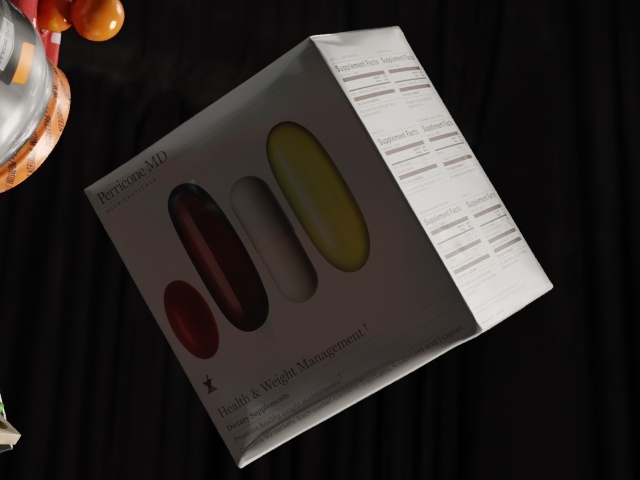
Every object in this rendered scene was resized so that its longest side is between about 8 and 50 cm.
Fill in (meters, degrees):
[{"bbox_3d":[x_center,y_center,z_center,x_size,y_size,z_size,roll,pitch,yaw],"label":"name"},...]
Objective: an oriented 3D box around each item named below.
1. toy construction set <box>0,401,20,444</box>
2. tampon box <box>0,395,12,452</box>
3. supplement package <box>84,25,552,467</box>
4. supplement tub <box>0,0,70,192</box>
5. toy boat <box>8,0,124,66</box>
[{"bbox_3d":[-0.355,0.309,1.871,0.309,0.237,0.257,28,-177,-36],"label":"toy construction set"},{"bbox_3d":[-0.461,0.187,2.105,0.101,0.161,0.120,-19,127,-18],"label":"tampon box"},{"bbox_3d":[0.000,0.000,1.088,0.194,0.203,0.149,-32,175,25],"label":"supplement package"},{"bbox_3d":[-0.387,-0.179,1.554,0.194,0.193,0.316,-13,146,30],"label":"supplement tub"},{"bbox_3d":[-0.296,-0.264,1.930,0.151,0.231,0.151,8,-177,7],"label":"toy boat"}]
